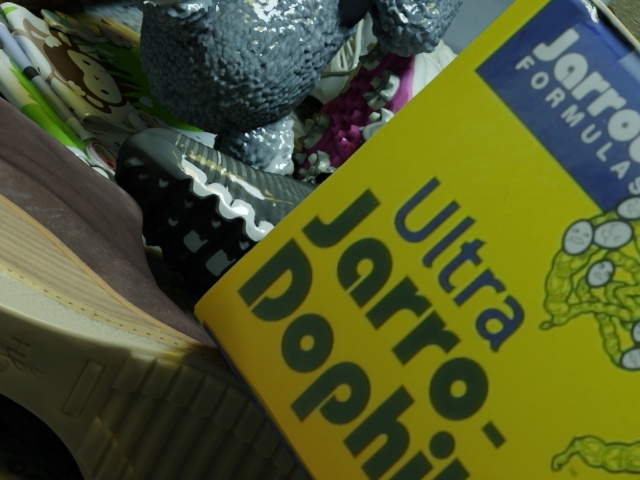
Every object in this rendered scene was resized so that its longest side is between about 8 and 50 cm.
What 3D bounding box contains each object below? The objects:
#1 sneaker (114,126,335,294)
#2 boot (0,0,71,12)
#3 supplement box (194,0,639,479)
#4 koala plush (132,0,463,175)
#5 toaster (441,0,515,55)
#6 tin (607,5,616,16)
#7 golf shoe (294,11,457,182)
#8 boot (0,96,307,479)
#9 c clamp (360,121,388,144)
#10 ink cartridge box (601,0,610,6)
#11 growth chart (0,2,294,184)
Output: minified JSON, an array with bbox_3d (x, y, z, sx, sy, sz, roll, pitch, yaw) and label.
[{"bbox_3d":[0.000,0.000,0.905,0.234,0.078,0.106,34,54,-14],"label":"sneaker"},{"bbox_3d":[-0.209,-0.243,1.099,0.203,0.095,0.262,38,33,21],"label":"boot"},{"bbox_3d":[0.147,0.080,0.732,0.194,0.195,0.356,52,10,33],"label":"supplement box"},{"bbox_3d":[-0.040,-0.139,0.964,0.221,0.203,0.196,-76,155,-44],"label":"koala plush"},{"bbox_3d":[0.120,-0.219,1.414,0.110,0.186,0.168,29,16,-10],"label":"toaster"},{"bbox_3d":[0.219,-0.149,1.500,0.040,0.106,0.190,23,25,-12],"label":"tin"},{"bbox_3d":[0.061,-0.077,1.138,0.140,0.115,0.306,36,25,-19],"label":"golf shoe"},{"bbox_3d":[-0.085,0.026,0.761,0.248,0.090,0.207,34,20,-14],"label":"boot"},{"bbox_3d":[0.106,-0.036,0.955,0.160,0.022,0.137,6,26,-20],"label":"c clamp"},{"bbox_3d":[0.192,-0.158,1.371,0.066,0.189,0.232,26,25,-11],"label":"ink cartridge box"},{"bbox_3d":[-0.117,-0.086,1.018,0.172,0.021,0.237,46,23,19],"label":"growth chart"}]
